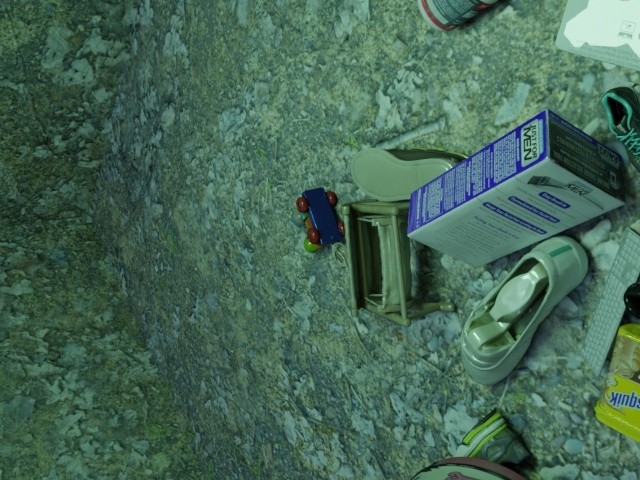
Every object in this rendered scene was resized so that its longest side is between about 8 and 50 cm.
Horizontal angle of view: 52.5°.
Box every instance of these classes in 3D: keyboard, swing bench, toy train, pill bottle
[{"bbox_3d":[0.498,0.107,1.106,0.072,0.014,0.256,-88,7,-65],"label":"keyboard"},{"bbox_3d":[0.148,0.039,1.452,0.255,0.165,0.253,3,101,53],"label":"swing bench"},{"bbox_3d":[0.000,0.000,1.697,0.143,0.105,0.248,-41,66,60],"label":"toy train"},{"bbox_3d":[0.277,-0.475,1.202,0.180,0.108,0.108,-21,82,53],"label":"pill bottle"}]

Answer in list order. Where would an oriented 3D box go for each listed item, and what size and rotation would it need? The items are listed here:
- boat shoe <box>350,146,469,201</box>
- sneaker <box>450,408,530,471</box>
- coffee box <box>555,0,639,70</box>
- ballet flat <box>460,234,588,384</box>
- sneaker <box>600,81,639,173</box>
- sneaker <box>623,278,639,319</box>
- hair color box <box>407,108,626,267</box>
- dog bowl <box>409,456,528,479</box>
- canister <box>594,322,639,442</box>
[{"bbox_3d":[0.196,-0.146,1.399,0.324,0.097,0.116,12,113,51],"label":"boat shoe"},{"bbox_3d":[0.334,0.498,1.375,0.121,0.111,0.300,44,133,32],"label":"sneaker"},{"bbox_3d":[0.534,-0.336,0.711,0.338,0.338,0.334,35,124,43],"label":"coffee box"},{"bbox_3d":[0.351,0.147,1.243,0.139,0.139,0.400,53,136,30],"label":"ballet flat"},{"bbox_3d":[0.490,-0.170,1.026,0.065,0.076,0.166,-35,71,51],"label":"sneaker"},{"bbox_3d":[0.579,0.148,0.948,0.283,0.124,0.107,36,126,42],"label":"sneaker"},{"bbox_3d":[0.332,-0.076,1.152,0.339,0.185,0.110,-31,43,52],"label":"hair color box"},{"bbox_3d":[0.318,0.616,1.296,0.408,0.150,0.408,15,120,28],"label":"dog bowl"},{"bbox_3d":[0.536,0.237,1.071,0.126,0.073,0.170,25,116,47],"label":"canister"}]
